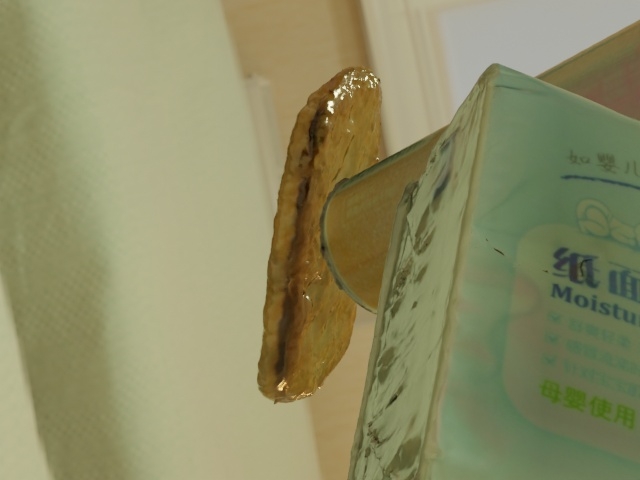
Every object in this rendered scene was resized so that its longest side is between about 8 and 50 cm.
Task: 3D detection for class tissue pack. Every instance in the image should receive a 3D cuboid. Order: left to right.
[{"bbox_3d":[0.145,0.066,0.477,0.089,0.263,0.177,123,-14,-47],"label":"tissue pack"}]

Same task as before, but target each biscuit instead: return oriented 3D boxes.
[{"bbox_3d":[0.000,0.000,1.062,0.118,0.029,0.247,-38,142,-54],"label":"biscuit"}]

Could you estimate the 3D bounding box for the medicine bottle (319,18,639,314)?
[{"bbox_3d":[0.167,-0.063,0.803,0.108,0.426,0.108,16,62,-34],"label":"medicine bottle"}]
